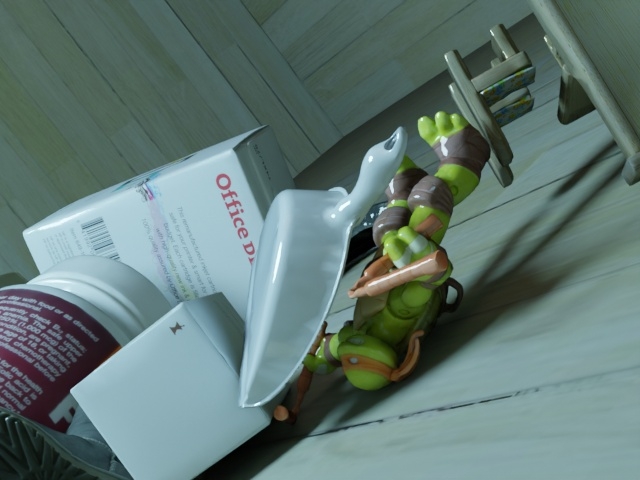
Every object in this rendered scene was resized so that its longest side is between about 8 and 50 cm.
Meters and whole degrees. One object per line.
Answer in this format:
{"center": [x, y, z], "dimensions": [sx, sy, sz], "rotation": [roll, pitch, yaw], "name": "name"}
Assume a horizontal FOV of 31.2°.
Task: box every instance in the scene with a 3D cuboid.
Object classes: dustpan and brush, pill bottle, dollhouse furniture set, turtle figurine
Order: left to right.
{"center": [-0.296, 0.177, 1.070], "dimensions": [0.224, 0.224, 0.392], "rotation": [-34, 8, 32], "name": "pill bottle"}
{"center": [0.000, 0.000, 0.741], "dimensions": [0.211, 0.060, 0.147], "rotation": [110, 167, -46], "name": "dustpan and brush"}
{"center": [0.060, 0.018, 0.790], "dimensions": [0.269, 0.087, 0.217], "rotation": [122, 171, -57], "name": "turtle figurine"}
{"center": [0.218, -0.115, 0.816], "dimensions": [0.212, 0.161, 0.242], "rotation": [-29, -13, 4], "name": "dollhouse furniture set"}

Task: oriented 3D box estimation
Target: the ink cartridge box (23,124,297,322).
{"center": [-0.160, 0.011, 1.352], "dimensions": [0.270, 0.198, 0.197], "rotation": [-20, 10, 14], "name": "ink cartridge box"}

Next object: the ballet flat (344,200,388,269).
{"center": [0.051, 0.002, 1.265], "dimensions": [0.173, 0.057, 0.049], "rotation": [-34, 48, 39], "name": "ballet flat"}

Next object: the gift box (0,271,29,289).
{"center": [-0.453, 0.179, 1.629], "dimensions": [0.276, 0.255, 0.258], "rotation": [-52, 2, 2], "name": "gift box"}

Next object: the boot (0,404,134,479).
{"center": [-0.191, 0.156, 0.896], "dimensions": [0.076, 0.189, 0.208], "rotation": [-54, 10, 10], "name": "boot"}

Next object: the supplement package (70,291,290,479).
{"center": [-0.099, 0.113, 0.876], "dimensions": [0.105, 0.105, 0.179], "rotation": [-36, -2, 3], "name": "supplement package"}
